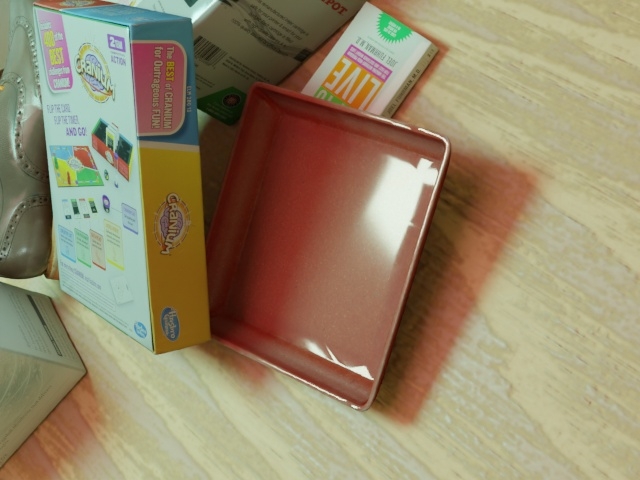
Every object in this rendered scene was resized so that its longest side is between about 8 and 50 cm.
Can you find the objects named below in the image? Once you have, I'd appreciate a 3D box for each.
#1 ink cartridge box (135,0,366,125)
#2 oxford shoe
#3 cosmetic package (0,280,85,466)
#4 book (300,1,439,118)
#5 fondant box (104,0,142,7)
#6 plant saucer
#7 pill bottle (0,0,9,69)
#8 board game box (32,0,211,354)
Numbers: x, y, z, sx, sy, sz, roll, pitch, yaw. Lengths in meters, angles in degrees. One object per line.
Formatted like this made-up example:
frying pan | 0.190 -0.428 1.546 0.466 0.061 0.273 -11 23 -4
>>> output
ink cartridge box | -0.079 -0.235 1.316 0.208 0.153 0.087 -39 55 18
oxford shoe | -0.341 -0.137 1.433 0.130 0.132 0.364 152 116 -65
cosmetic package | -0.423 0.152 1.384 0.224 0.224 0.138 -47 52 14
book | 0.042 -0.156 1.276 0.096 0.035 0.144 39 97 35
fondant box | -0.223 -0.377 1.513 0.238 0.096 0.330 -48 51 13
plant saucer | 0.000 0.000 1.216 0.258 0.047 0.259 21 96 40
pill bottle | -0.522 -0.256 1.656 0.264 0.153 0.153 -8 69 35
board game box | -0.201 -0.073 1.271 0.242 0.064 0.316 24 121 53
